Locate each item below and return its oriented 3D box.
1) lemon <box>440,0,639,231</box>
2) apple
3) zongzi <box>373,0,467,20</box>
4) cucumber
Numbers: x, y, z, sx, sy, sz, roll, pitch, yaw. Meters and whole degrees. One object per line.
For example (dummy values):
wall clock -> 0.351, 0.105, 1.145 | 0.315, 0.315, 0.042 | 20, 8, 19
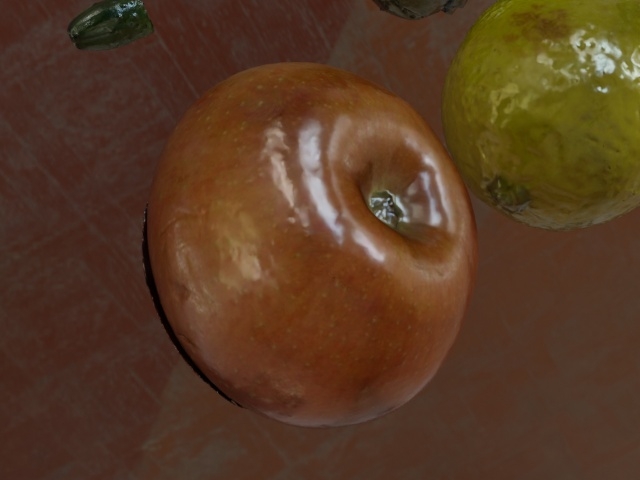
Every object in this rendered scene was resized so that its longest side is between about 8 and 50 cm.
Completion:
lemon -> 0.244, -0.135, 1.082 | 0.267, 0.267, 0.267 | -10, 129, -13
apple -> 0.000, 0.000, 0.831 | 0.251, 0.272, 0.206 | 9, 153, -26
zongzi -> 0.048, -0.365, 1.070 | 0.392, 0.174, 0.356 | -17, 145, -34
cucumber -> -0.278, -0.286, 1.457 | 0.107, 0.035, 0.067 | -28, 98, -20
